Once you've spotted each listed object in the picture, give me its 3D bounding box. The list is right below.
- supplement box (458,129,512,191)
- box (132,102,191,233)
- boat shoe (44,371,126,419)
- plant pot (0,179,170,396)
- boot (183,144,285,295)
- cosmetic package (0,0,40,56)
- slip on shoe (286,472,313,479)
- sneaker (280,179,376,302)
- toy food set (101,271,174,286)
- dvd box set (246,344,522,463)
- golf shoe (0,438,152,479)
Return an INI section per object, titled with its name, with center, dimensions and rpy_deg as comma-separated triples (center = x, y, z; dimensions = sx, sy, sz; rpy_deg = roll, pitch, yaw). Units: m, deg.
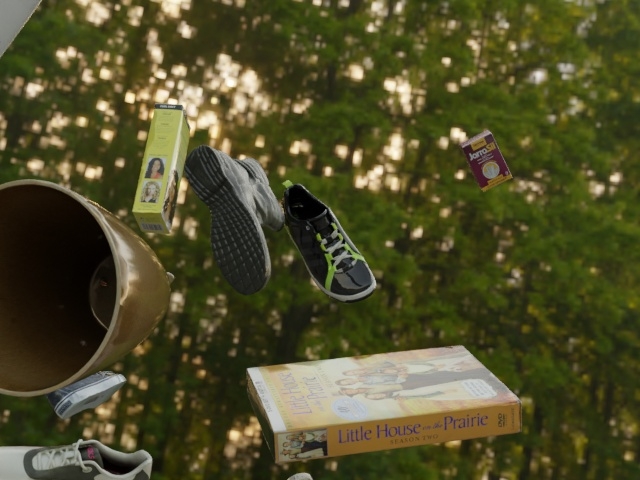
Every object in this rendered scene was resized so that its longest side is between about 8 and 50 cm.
[supplement box]
center = 0.268, -0.129, 1.762
dimensions = 0.055, 0.083, 0.043
rpy_deg = -27, 12, 5
[box]
center = -0.290, -0.133, 1.999
dimensions = 0.058, 0.232, 0.087
rpy_deg = 3, -25, 7
[boat shoe]
center = -0.368, 0.213, 1.667
dimensions = 0.083, 0.065, 0.183
rpy_deg = 48, 13, 9
[plant pot]
center = -0.289, 0.061, 1.304
dimensions = 0.237, 0.237, 0.254
rpy_deg = 5, -3, 17
[boot]
center = -0.098, -0.032, 1.617
dimensions = 0.083, 0.247, 0.161
rpy_deg = -32, -22, 25
[cosmetic package]
center = -0.578, -0.470, 1.854
dimensions = 0.224, 0.225, 0.138
rpy_deg = 35, 8, -18
[slip on shoe]
center = -0.037, 0.356, 1.401
dimensions = 0.051, 0.041, 0.135
rpy_deg = 2, -49, -30
[sneaker]
center = 0.000, 0.000, 1.733
dimensions = 0.235, 0.084, 0.097
rpy_deg = 50, -16, 25
[toy food set]
center = -0.345, 0.063, 1.744
dimensions = 0.192, 0.132, 0.038
rpy_deg = 31, 23, -22
[dvd box set]
center = 0.098, 0.276, 1.893
dimensions = 0.420, 0.062, 0.307
rpy_deg = -5, 14, -11
[golf shoe]
center = -0.373, 0.321, 1.539
dimensions = 0.272, 0.105, 0.120
rpy_deg = 13, -53, -30
